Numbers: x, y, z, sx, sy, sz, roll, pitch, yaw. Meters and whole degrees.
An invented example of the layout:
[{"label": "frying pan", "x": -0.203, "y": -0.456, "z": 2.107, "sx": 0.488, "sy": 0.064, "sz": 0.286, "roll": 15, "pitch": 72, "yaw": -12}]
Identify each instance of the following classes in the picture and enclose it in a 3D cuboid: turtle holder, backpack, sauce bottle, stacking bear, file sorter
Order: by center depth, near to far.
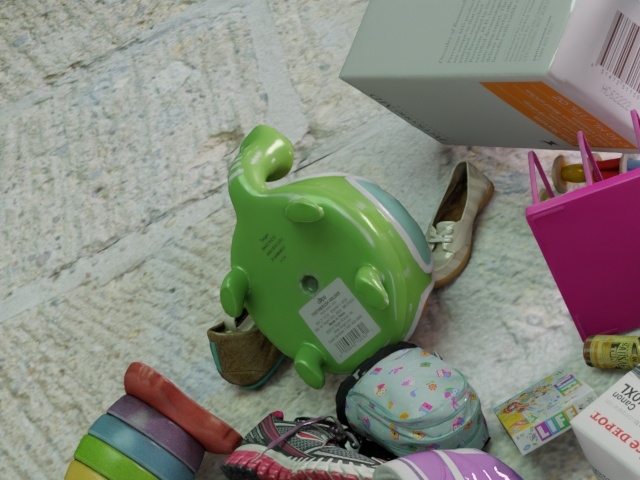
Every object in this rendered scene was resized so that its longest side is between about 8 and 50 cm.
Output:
[{"label": "sauce bottle", "x": 0.369, "y": 0.130, "z": 1.768, "sx": 0.128, "sy": 0.042, "sz": 0.042, "roll": -3, "pitch": 43, "yaw": 39}, {"label": "backpack", "x": 0.113, "y": 0.202, "z": 1.816, "sx": 0.152, "sy": 0.115, "sz": 0.182, "roll": -39, "pitch": 37, "yaw": -16}, {"label": "file sorter", "x": 0.412, "y": -0.047, "z": 1.825, "sx": 0.291, "sy": 0.202, "sz": 0.182, "roll": -19, "pitch": 31, "yaw": 16}, {"label": "stacking bear", "x": -0.257, "y": 0.320, "z": 1.926, "sx": 0.289, "sy": 0.175, "sz": 0.164, "roll": -55, "pitch": 12, "yaw": -15}, {"label": "turtle holder", "x": 0.001, "y": 0.019, "z": 1.982, "sx": 0.320, "sy": 0.243, "sz": 0.227, "roll": 26, "pitch": 30, "yaw": 22}]

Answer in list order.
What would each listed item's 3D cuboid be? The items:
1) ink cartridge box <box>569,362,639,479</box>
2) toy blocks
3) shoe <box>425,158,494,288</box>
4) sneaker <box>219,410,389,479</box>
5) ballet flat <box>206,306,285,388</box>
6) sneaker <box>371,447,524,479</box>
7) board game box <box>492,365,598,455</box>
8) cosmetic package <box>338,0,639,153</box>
[{"label": "ink cartridge box", "x": 0.411, "y": 0.188, "z": 1.608, "sx": 0.237, "sy": 0.100, "sz": 0.172, "roll": -38, "pitch": 33, "yaw": -9}, {"label": "toy blocks", "x": 0.371, "y": -0.068, "z": 2.011, "sx": 0.148, "sy": 0.054, "sz": 0.123, "roll": -2, "pitch": 43, "yaw": 36}, {"label": "shoe", "x": 0.177, "y": -0.024, "z": 2.103, "sx": 0.076, "sy": 0.058, "sz": 0.219, "roll": -5, "pitch": 42, "yaw": 34}, {"label": "sneaker", "x": 0.009, "y": 0.263, "z": 1.810, "sx": 0.299, "sy": 0.121, "sz": 0.112, "roll": 6, "pitch": 50, "yaw": 43}, {"label": "ballet flat", "x": -0.039, "y": 0.051, "z": 2.118, "sx": 0.342, "sy": 0.124, "sz": 0.116, "roll": -47, "pitch": 31, "yaw": -22}, {"label": "sneaker", "x": 0.190, "y": 0.327, "z": 1.610, "sx": 0.161, "sy": 0.102, "sz": 0.282, "roll": -8, "pitch": 49, "yaw": -30}, {"label": "board game box", "x": 0.256, "y": 0.191, "z": 1.731, "sx": 0.103, "sy": 0.026, "sz": 0.154, "roll": -30, "pitch": 5, "yaw": 1}, {"label": "cosmetic package", "x": 0.256, "y": -0.240, "z": 2.074, "sx": 0.453, "sy": 0.230, "sz": 0.161, "roll": 9, "pitch": 73, "yaw": 57}]
